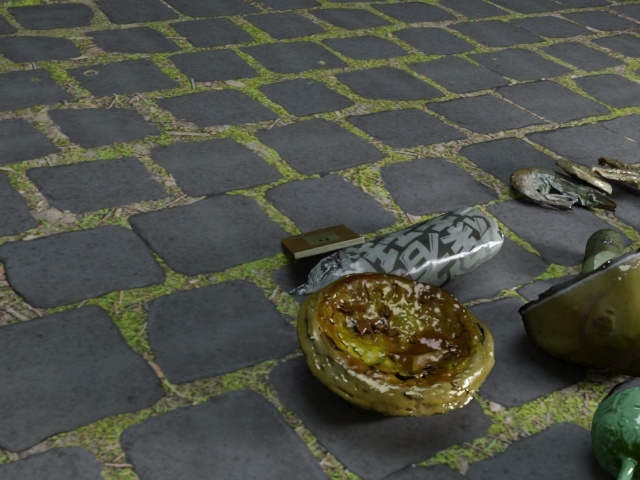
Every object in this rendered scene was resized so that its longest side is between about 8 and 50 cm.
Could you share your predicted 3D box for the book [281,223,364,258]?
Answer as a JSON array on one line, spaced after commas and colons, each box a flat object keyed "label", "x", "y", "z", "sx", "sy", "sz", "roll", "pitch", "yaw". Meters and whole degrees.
[{"label": "book", "x": 0.000, "y": 0.000, "z": 1.491, "sx": 0.118, "sy": 0.012, "sz": 0.172, "roll": -14, "pitch": 10, "yaw": -7}]

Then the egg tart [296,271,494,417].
[{"label": "egg tart", "x": 0.101, "y": 0.159, "z": 1.237, "sx": 0.290, "sy": 0.115, "sz": 0.290, "roll": 6, "pitch": 33, "yaw": -4}]

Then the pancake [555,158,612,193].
[{"label": "pancake", "x": 0.551, "y": -0.133, "z": 1.840, "sx": 0.139, "sy": 0.022, "sz": 0.139, "roll": 29, "pitch": 8, "yaw": -5}]

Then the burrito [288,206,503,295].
[{"label": "burrito", "x": 0.138, "y": 0.038, "z": 1.457, "sx": 0.445, "sy": 0.101, "sz": 0.139, "roll": -19, "pitch": 37, "yaw": -37}]

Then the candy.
[{"label": "candy", "x": 0.337, "y": 0.315, "z": 1.013, "sx": 0.119, "sy": 0.119, "sz": 0.440, "roll": 20, "pitch": 33, "yaw": 21}]

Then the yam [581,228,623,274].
[{"label": "yam", "x": 0.504, "y": 0.033, "z": 1.564, "sx": 0.070, "sy": 0.070, "sz": 0.146, "roll": 15, "pitch": 30, "yaw": 14}]

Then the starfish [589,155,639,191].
[{"label": "starfish", "x": 0.702, "y": -0.133, "z": 1.885, "sx": 0.295, "sy": 0.048, "sz": 0.231, "roll": 15, "pitch": 25, "yaw": -2}]

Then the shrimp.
[{"label": "shrimp", "x": 0.493, "y": -0.096, "z": 1.800, "sx": 0.223, "sy": 0.047, "sz": 0.126, "roll": 22, "pitch": 37, "yaw": 23}]

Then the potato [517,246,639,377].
[{"label": "potato", "x": 0.467, "y": 0.119, "z": 1.298, "sx": 0.300, "sy": 0.246, "sz": 0.196, "roll": -23, "pitch": 75, "yaw": -1}]
